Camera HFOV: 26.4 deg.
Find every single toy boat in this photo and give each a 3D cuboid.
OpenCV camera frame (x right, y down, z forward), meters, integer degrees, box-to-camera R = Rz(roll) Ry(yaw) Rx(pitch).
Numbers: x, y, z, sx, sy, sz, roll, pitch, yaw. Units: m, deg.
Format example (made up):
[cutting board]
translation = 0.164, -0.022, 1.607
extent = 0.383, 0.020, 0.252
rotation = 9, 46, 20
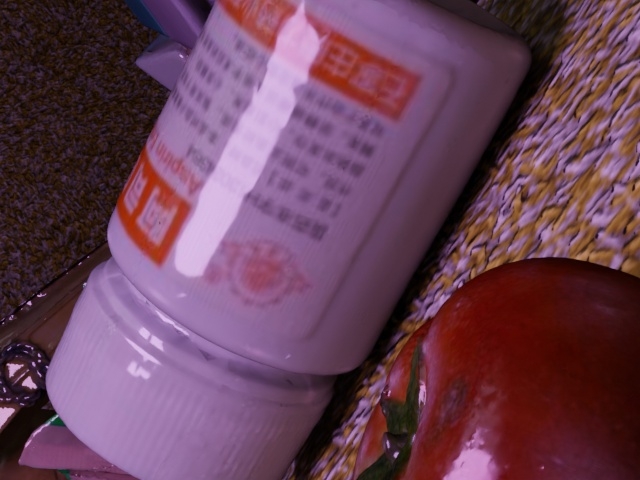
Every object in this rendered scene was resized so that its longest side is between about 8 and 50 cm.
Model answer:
[toy boat]
translation = -0.212, 0.092, 1.483
extent = 0.445, 0.162, 0.136
rotation = -39, -7, -14

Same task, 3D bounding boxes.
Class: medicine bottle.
[medicine bottle]
translation = -0.030, -0.020, 0.948
extent = 0.371, 0.211, 0.211
rotation = -61, 12, 16

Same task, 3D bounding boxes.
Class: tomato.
[tomato]
translation = 0.064, 0.104, 0.593
extent = 0.225, 0.085, 0.225
rotation = -158, 90, -78

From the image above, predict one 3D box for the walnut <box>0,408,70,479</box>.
[walnut]
translation = -0.359, 0.341, 1.558
extent = 0.313, 0.252, 0.277
rotation = -93, 27, -52

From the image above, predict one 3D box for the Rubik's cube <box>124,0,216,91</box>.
[Rubik's cube]
translation = -0.054, -0.310, 1.300
extent = 0.368, 0.358, 0.387
rotation = -25, 27, 20

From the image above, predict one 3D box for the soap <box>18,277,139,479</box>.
[soap]
translation = -0.139, 0.116, 1.202
extent = 0.273, 0.218, 0.098
rotation = -104, 25, -67
